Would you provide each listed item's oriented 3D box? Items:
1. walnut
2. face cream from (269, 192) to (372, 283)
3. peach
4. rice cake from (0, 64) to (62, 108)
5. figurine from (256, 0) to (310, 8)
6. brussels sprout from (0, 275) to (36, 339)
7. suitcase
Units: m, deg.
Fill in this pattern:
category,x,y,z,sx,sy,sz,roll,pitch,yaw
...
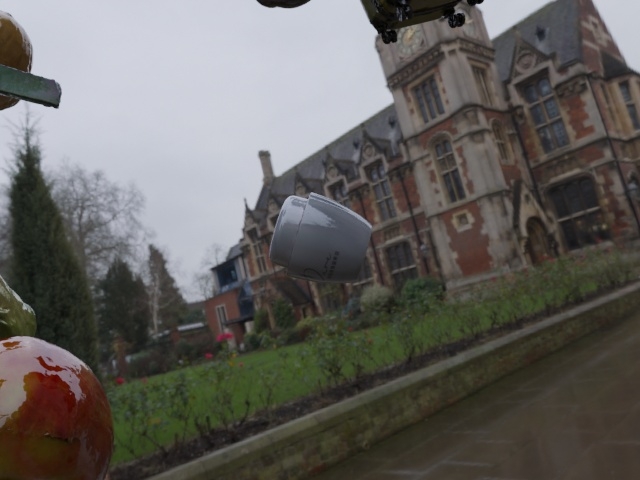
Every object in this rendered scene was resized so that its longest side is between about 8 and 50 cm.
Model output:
category,x,y,z,sx,sy,sz,roll,pitch,yaw
walnut,-0.726,-0.395,1.114,0.195,0.222,0.195,23,-2,1
face cream,0.000,0.000,0.537,0.095,0.091,0.091,16,-11,-1
peach,-0.278,0.175,0.450,0.197,0.198,0.197,-13,-9,-2
rice cake,-0.465,-0.224,0.695,0.210,0.043,0.034,7,-2,-39
figurine,-0.033,-0.639,1.147,0.218,0.206,0.365,12,31,23
brussels sprout,-0.452,0.116,0.635,0.161,0.181,0.144,-2,31,-10
suitcase,0.152,-0.483,0.914,0.193,0.235,0.143,-21,-6,-18
